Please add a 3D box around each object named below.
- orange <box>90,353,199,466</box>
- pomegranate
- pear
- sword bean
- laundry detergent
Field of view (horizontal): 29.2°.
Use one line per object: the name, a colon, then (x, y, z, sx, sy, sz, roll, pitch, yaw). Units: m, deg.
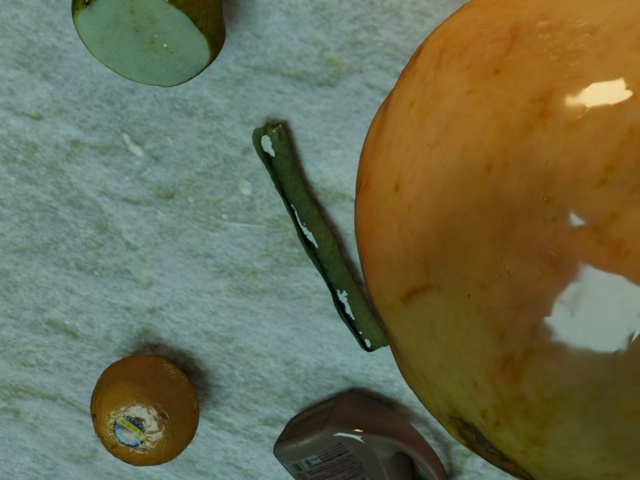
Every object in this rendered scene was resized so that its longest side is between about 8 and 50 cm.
orange: (-0.206, 0.198, 1.448, 0.136, 0.117, 0.135, 3, 114, 7)
pomegranate: (0.235, -0.008, 0.850, 0.411, 0.411, 0.411, 16, 132, 19)
pear: (-0.146, -0.211, 1.087, 0.141, 0.104, 0.141, 10, 151, 6)
sword bean: (-0.001, -0.001, 1.217, 0.043, 0.038, 0.269, -6, 121, 41)
laundry detergent: (0.076, 0.277, 1.370, 0.237, 0.076, 0.171, 48, 134, -12)
